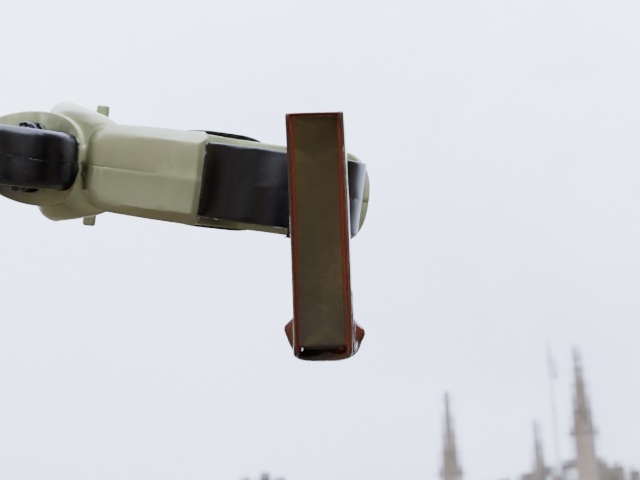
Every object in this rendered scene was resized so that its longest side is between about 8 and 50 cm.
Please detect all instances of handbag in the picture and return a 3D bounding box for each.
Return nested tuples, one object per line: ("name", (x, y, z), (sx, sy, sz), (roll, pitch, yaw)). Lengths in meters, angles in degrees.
("handbag", (0.000, 0.000, 1.345), (0.063, 0.190, 0.127), (-3, -2, 1))

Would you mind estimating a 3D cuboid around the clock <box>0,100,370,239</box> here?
("clock", (-0.145, -0.059, 1.609), (0.379, 0.120, 0.276), (9, 1, -9))
